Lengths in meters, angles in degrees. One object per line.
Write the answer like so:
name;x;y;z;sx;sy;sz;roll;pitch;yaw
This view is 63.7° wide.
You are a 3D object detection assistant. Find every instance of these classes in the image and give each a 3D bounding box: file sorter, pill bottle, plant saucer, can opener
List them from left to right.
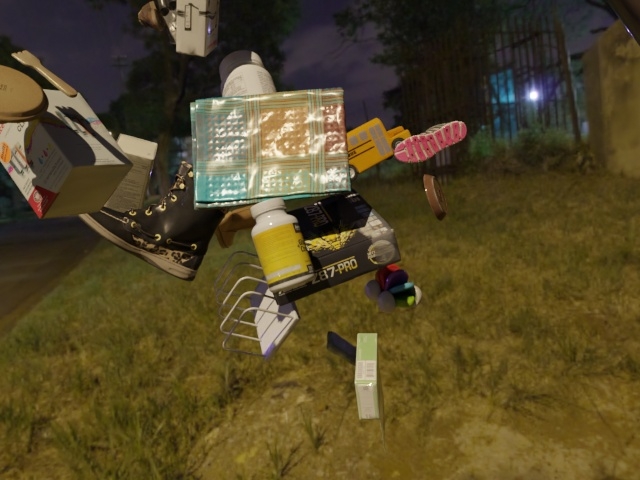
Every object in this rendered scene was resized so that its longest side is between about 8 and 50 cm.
can opener;-0.473;-0.762;1.671;0.076;0.283;0.095;-20;-9;26
pill bottle;-0.201;-0.404;1.501;0.160;0.283;0.160;-15;-25;-7
file sorter;-0.210;0.191;1.585;0.173;0.193;0.278;20;28;-31
pill bottle;-0.084;0.009;1.074;0.103;0.184;0.103;-19;-6;-2
plant saucer;0.390;-0.147;1.728;0.029;0.168;0.168;-19;-2;24

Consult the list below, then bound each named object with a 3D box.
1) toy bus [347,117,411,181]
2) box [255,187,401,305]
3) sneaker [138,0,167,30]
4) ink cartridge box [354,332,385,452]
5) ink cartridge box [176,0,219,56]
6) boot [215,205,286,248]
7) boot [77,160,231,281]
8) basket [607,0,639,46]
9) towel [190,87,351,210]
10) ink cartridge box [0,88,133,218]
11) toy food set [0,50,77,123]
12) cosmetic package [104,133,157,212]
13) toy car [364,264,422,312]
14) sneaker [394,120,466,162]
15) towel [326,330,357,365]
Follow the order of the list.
toy bus;0.103;-0.253;1.514;0.332;0.130;0.108;-30;7;-15
box;0.000;0.000;1.369;0.318;0.097;0.395;-18;23;-3
sneaker;-0.530;-0.687;1.611;0.071;0.066;0.188;-30;41;5
ink cartridge box;0.122;0.368;1.250;0.056;0.235;0.171;-3;30;8
ink cartridge box;-0.331;-0.622;1.404;0.086;0.203;0.148;9;32;-1
boot;-0.253;-0.057;1.899;0.269;0.089;0.236;-12;-20;-3
boot;-0.435;-0.090;1.394;0.377;0.284;0.138;35;-3;-22
basket;0.631;-0.512;1.003;0.154;0.227;0.204;-38;-10;27
towel;-0.121;-0.218;1.200;0.370;0.271;0.040;-5;-10;4
ink cartridge box;-0.440;-0.148;0.871;0.128;0.176;0.127;-44;-11;26
toy food set;-0.453;-0.202;0.720;0.038;0.132;0.192;-54;-4;37
cosmetic package;-0.758;-0.253;2.055;0.153;0.296;0.129;15;36;-19
toy car;0.250;0.152;1.737;0.159;0.136;0.182;-9;27;-26
sneaker;0.252;-0.228;1.201;0.170;0.063;0.075;-24;10;4
towel;0.065;0.321;1.536;0.110;0.027;0.148;33;5;-2
